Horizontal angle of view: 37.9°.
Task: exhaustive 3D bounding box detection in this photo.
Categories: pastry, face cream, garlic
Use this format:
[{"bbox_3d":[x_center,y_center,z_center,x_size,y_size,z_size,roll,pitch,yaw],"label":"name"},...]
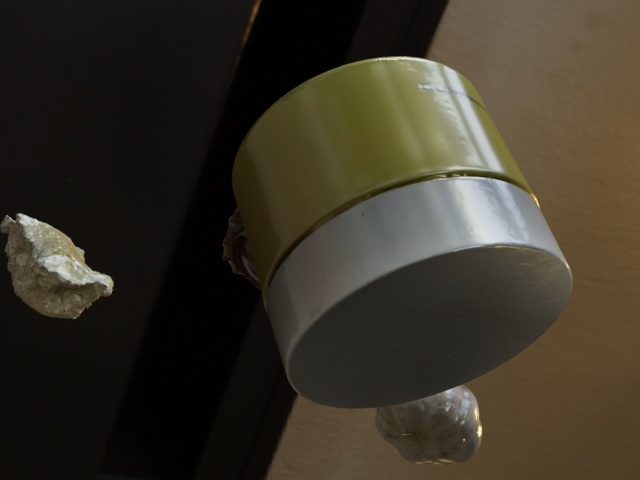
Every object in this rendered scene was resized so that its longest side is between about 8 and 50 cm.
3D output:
[{"bbox_3d":[-0.363,0.039,1.271,0.258,0.121,0.089,36,-73,58],"label":"pastry"},{"bbox_3d":[0.055,-0.003,0.714,0.218,0.218,0.179,-49,-134,38],"label":"face cream"},{"bbox_3d":[0.212,0.303,1.776,0.218,0.218,0.212,-40,-163,46],"label":"garlic"}]

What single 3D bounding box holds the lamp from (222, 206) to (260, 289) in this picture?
[{"bbox_3d":[-0.005,-0.011,1.130,0.215,0.223,0.151,-27,-112,16],"label":"lamp"}]
